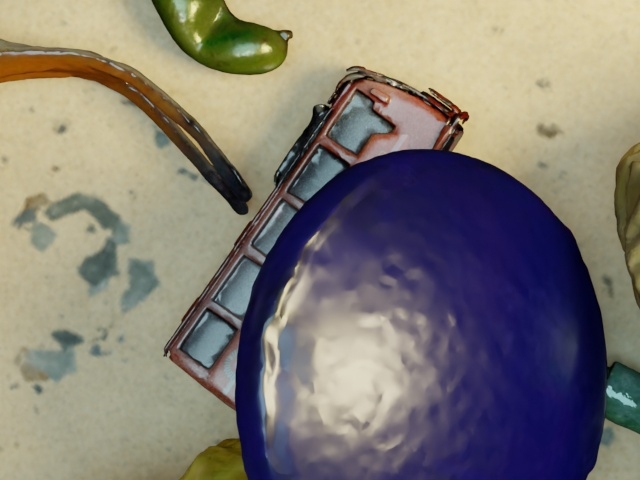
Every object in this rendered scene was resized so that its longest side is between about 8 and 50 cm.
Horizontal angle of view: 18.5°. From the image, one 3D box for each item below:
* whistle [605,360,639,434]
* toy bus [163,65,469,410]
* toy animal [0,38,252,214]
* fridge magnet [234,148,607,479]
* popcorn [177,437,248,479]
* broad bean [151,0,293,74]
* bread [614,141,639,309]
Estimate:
[{"bbox_3d":[0.135,0.068,1.235,0.186,0.039,0.039,27,96,6],"label":"whistle"},{"bbox_3d":[0.000,0.000,1.230,0.096,0.073,0.235,33,95,5],"label":"toy bus"},{"bbox_3d":[-0.230,-0.110,1.229,0.284,0.225,0.302,-21,79,-11],"label":"toy animal"},{"bbox_3d":[0.057,0.080,1.129,0.265,0.112,0.265,1,89,-37],"label":"fridge magnet"},{"bbox_3d":[-0.069,0.222,1.206,0.203,0.200,0.226,15,94,47],"label":"popcorn"},{"bbox_3d":[-0.092,-0.194,1.241,0.070,0.048,0.213,-31,90,8],"label":"broad bean"},{"bbox_3d":[0.298,0.101,1.116,0.183,0.236,0.388,-20,91,11],"label":"bread"}]
